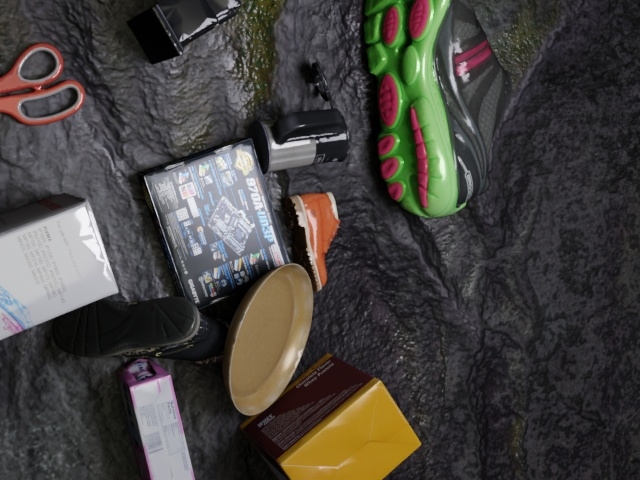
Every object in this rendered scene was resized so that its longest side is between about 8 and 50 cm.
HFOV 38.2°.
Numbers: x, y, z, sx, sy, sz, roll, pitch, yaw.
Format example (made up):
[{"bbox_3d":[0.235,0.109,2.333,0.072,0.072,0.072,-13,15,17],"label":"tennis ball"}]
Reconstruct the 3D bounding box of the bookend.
[{"bbox_3d":[-0.173,-0.321,1.293,0.157,0.156,0.072,-36,108,-17],"label":"bookend"}]

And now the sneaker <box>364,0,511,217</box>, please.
[{"bbox_3d":[0.194,-0.282,1.474,0.202,0.185,0.483,-8,102,-41],"label":"sneaker"}]

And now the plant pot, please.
[{"bbox_3d":[-0.082,0.145,1.387,0.236,0.032,0.236,-42,140,-49],"label":"plant pot"}]

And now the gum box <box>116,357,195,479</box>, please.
[{"bbox_3d":[-0.244,0.271,1.351,0.062,0.107,0.188,-15,102,-22],"label":"gum box"}]

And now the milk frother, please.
[{"bbox_3d":[-0.038,-0.188,1.411,0.134,0.129,0.143,-11,57,-23],"label":"milk frother"}]

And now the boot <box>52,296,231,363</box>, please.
[{"bbox_3d":[-0.245,0.139,1.336,0.178,0.236,0.085,36,51,-62],"label":"boot"}]

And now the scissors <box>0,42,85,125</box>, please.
[{"bbox_3d":[-0.471,-0.181,1.250,0.297,0.021,0.109,-24,104,-20],"label":"scissors"}]

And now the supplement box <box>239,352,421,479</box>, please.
[{"bbox_3d":[0.010,0.298,1.419,0.191,0.194,0.129,-38,109,-16],"label":"supplement box"}]

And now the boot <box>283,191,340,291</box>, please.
[{"bbox_3d":[0.000,0.000,1.460,0.084,0.059,0.158,-14,100,-27],"label":"boot"}]

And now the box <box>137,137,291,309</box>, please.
[{"bbox_3d":[-0.156,-0.025,1.389,0.175,0.051,0.220,-22,104,-20],"label":"box"}]

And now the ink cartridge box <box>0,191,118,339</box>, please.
[{"bbox_3d":[-0.438,0.052,1.178,0.306,0.226,0.131,-21,104,-20],"label":"ink cartridge box"}]
